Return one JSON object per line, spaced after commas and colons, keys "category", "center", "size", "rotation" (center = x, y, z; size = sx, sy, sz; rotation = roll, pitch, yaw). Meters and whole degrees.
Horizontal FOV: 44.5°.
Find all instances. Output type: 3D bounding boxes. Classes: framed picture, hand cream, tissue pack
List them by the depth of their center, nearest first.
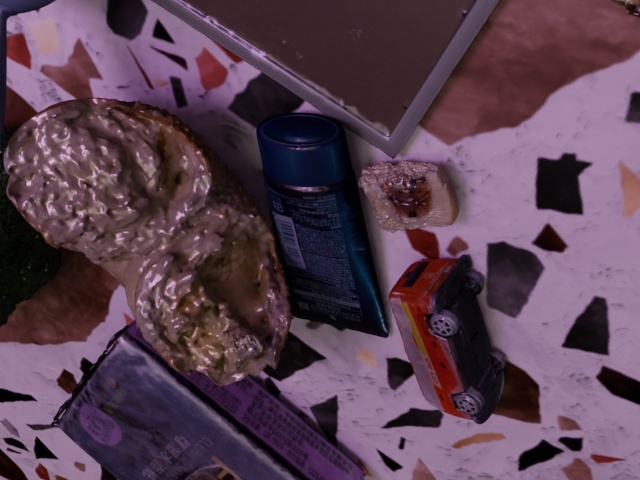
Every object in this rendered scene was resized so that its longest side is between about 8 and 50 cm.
{"category": "framed picture", "center": [-0.002, -0.217, 0.646], "size": [0.273, 0.016, 0.216], "rotation": [34, 133, 1]}
{"category": "hand cream", "center": [0.000, 0.000, 0.784], "size": [0.120, 0.061, 0.271], "rotation": [9, 134, 22]}
{"category": "tissue pack", "center": [-0.149, 0.269, 1.023], "size": [0.361, 0.122, 0.259], "rotation": [42, 129, -3]}

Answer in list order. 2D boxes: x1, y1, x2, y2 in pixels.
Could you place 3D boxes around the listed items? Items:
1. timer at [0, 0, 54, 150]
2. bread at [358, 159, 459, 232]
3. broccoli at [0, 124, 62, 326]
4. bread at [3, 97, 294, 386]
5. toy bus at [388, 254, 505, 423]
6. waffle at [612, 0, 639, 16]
{"category": "timer", "center": [-0.285, -0.226, 0.632], "size": [0.175, 0.256, 0.175], "rotation": [16, 159, 6]}
{"category": "bread", "center": [0.082, -0.040, 0.720], "size": [0.083, 0.035, 0.070], "rotation": [-3, 133, 26]}
{"category": "broccoli", "center": [-0.468, -0.014, 0.893], "size": [0.283, 0.321, 0.304], "rotation": [46, 129, 32]}
{"category": "bread", "center": [-0.150, -0.011, 0.775], "size": [0.171, 0.192, 0.314], "rotation": [-40, 103, -1]}
{"category": "toy bus", "center": [0.127, 0.101, 0.781], "size": [0.077, 0.079, 0.174], "rotation": [2, 126, 37]}
{"category": "waffle", "center": [0.158, -0.201, 0.552], "size": [0.152, 0.023, 0.098], "rotation": [-1, 123, 15]}
